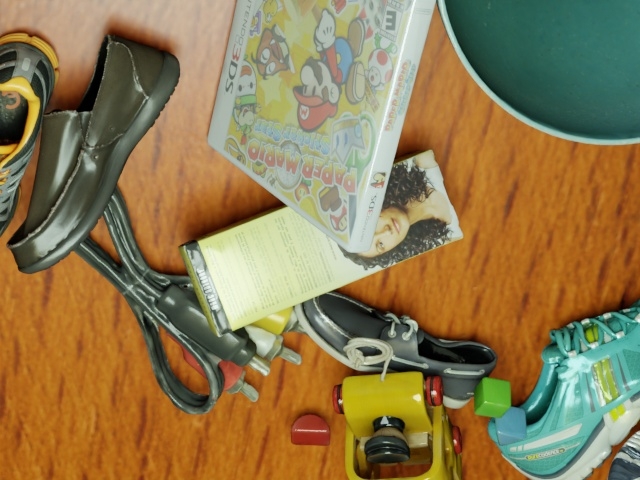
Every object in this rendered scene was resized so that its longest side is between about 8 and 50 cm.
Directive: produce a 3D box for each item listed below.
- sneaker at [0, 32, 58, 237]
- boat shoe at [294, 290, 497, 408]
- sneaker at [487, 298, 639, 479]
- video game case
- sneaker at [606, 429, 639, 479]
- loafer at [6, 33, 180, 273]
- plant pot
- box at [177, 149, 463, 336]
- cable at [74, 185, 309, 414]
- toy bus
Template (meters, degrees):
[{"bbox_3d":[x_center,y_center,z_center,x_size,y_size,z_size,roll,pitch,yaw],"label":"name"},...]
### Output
[{"bbox_3d":[-0.283,-0.068,1.171,0.084,0.083,0.215,17,111,-15],"label":"sneaker"},{"bbox_3d":[0.072,0.085,1.274,0.206,0.075,0.065,28,126,-25],"label":"boat shoe"},{"bbox_3d":[0.265,0.113,1.303,0.110,0.107,0.275,35,105,-9],"label":"sneaker"},{"bbox_3d":[-0.008,-0.130,1.107,0.026,0.227,0.206,-2,116,-36],"label":"video game case"},{"bbox_3d":[0.334,0.246,1.332,0.094,0.235,0.153,35,125,26],"label":"sneaker"},{"bbox_3d":[-0.202,-0.076,1.154,0.078,0.080,0.220,34,78,-24],"label":"loafer"},{"bbox_3d":[0.216,-0.243,1.093,0.290,0.195,0.290,-2,113,-5],"label":"plant pot"},{"bbox_3d":[0.000,0.000,1.211,0.232,0.058,0.087,-23,97,-9],"label":"box"},{"bbox_3d":[-0.145,0.047,1.263,0.287,0.072,0.139,40,111,-7],"label":"cable"},{"bbox_3d":[0.071,0.195,1.269,0.202,0.104,0.191,19,142,-23],"label":"toy bus"}]
